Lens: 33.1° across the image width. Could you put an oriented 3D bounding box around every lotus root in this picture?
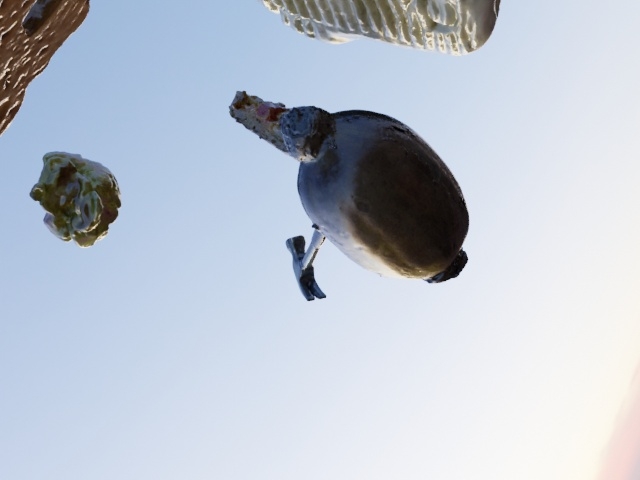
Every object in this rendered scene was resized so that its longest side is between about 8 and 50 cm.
[{"bbox_3d":[0.050,-0.044,0.913,0.209,0.120,0.120,42,-115,-23],"label":"lotus root"}]

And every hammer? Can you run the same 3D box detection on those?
[{"bbox_3d":[0.000,0.000,1.384,0.029,0.103,0.246,-10,-21,-17],"label":"hammer"}]

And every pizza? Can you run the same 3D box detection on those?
[{"bbox_3d":[-0.006,-0.115,1.248,0.188,0.199,0.062,22,-78,-27],"label":"pizza"}]

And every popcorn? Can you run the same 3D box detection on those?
[{"bbox_3d":[-0.282,-0.054,1.249,0.097,0.109,0.089,-24,-23,-9],"label":"popcorn"}]

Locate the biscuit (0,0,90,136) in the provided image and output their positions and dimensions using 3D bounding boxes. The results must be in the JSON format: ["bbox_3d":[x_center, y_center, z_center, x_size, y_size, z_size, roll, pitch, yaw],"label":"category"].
[{"bbox_3d":[-0.250,-0.105,0.762,0.236,0.040,0.144,-49,-12,12],"label":"biscuit"}]

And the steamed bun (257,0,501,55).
[{"bbox_3d":[0.035,-0.374,1.126,0.237,0.394,0.346,-68,9,-16],"label":"steamed bun"}]
